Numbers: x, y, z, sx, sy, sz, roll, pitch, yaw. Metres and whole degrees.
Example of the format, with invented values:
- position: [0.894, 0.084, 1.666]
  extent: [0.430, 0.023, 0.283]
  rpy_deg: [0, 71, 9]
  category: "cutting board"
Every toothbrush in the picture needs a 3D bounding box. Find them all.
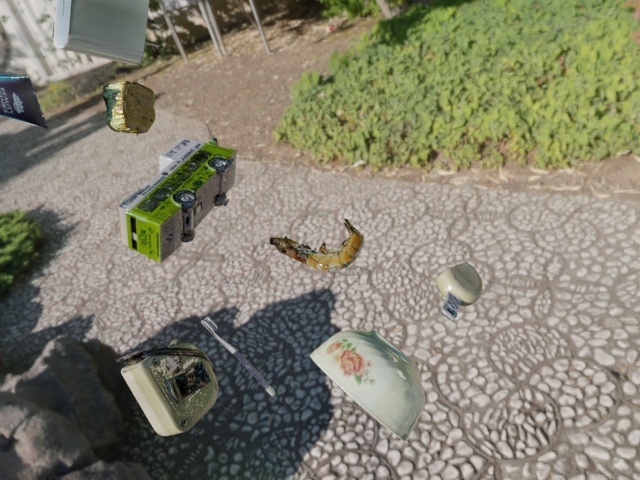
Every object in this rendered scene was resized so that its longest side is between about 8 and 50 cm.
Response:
- position: [-0.214, 0.312, 1.417]
  extent: [0.026, 0.288, 0.024]
  rpy_deg: [-42, 11, -10]
  category: "toothbrush"

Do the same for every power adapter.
- position: [-0.522, -0.552, 1.341]
  extent: [0.255, 0.187, 0.124]
  rpy_deg: [0, 17, -42]
  category: "power adapter"

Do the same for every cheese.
- position: [0.271, 0.097, 1.068]
  extent: [0.092, 0.047, 0.171]
  rpy_deg: [47, 40, 18]
  category: "cheese"

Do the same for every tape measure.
- position: [-0.409, 0.380, 1.499]
  extent: [0.133, 0.271, 0.231]
  rpy_deg: [-26, 8, 34]
  category: "tape measure"

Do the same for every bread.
- position: [-0.474, -0.328, 1.323]
  extent: [0.069, 0.128, 0.140]
  rpy_deg: [-2, 5, 17]
  category: "bread"

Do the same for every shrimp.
- position: [0.000, -0.003, 1.106]
  extent: [0.195, 0.035, 0.148]
  rpy_deg: [18, 52, 27]
  category: "shrimp"

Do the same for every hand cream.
- position: [-0.730, -0.333, 1.212]
  extent: [0.270, 0.120, 0.061]
  rpy_deg: [15, 39, 23]
  category: "hand cream"

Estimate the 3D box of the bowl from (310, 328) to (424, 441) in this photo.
- position: [0.122, 0.292, 1.166]
  extent: [0.145, 0.277, 0.277]
  rpy_deg: [-51, 35, -6]
  category: "bowl"

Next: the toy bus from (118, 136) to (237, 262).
- position: [-0.279, -0.093, 1.044]
  extent: [0.139, 0.113, 0.302]
  rpy_deg: [18, 39, 8]
  category: "toy bus"
